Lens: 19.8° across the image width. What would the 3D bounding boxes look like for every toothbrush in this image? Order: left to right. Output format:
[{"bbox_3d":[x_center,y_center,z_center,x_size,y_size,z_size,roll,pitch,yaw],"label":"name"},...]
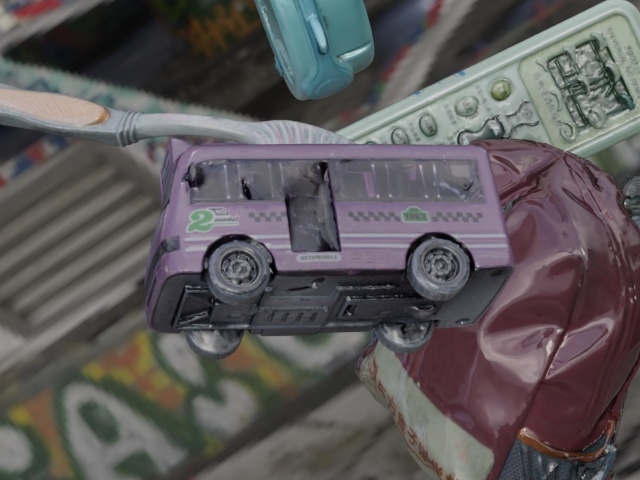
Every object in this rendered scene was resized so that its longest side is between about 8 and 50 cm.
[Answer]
[{"bbox_3d":[-0.152,-0.072,1.035,0.375,0.037,0.028,11,54,18],"label":"toothbrush"}]

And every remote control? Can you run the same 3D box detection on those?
[{"bbox_3d":[0.166,-0.107,1.741,0.335,0.128,0.065,-26,3,1],"label":"remote control"}]

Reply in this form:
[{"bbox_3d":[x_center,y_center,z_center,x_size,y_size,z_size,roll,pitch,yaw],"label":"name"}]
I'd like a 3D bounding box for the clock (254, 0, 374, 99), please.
[{"bbox_3d":[-0.015,-0.254,1.880,0.094,0.223,0.274,-21,12,-5],"label":"clock"}]

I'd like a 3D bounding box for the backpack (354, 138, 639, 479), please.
[{"bbox_3d":[0.170,0.067,1.572,0.197,0.317,0.283,-4,36,-35],"label":"backpack"}]

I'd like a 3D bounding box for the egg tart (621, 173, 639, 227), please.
[{"bbox_3d":[0.315,0.010,1.803,0.234,0.094,0.234,-61,-5,-8],"label":"egg tart"}]

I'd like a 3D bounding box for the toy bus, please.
[{"bbox_3d":[0.000,0.000,0.928,0.178,0.098,0.087,-1,-25,-14],"label":"toy bus"}]
